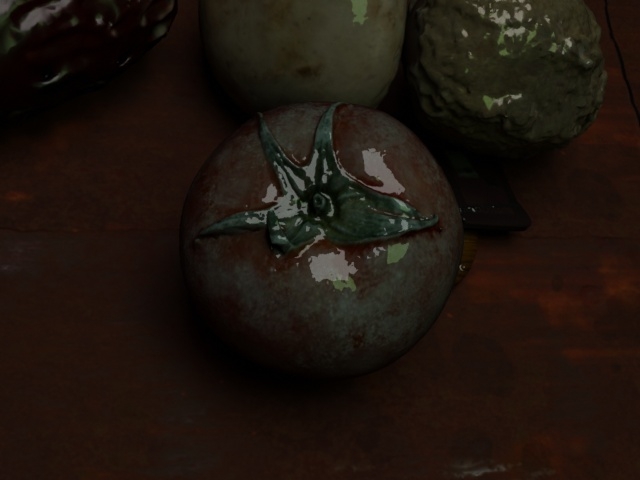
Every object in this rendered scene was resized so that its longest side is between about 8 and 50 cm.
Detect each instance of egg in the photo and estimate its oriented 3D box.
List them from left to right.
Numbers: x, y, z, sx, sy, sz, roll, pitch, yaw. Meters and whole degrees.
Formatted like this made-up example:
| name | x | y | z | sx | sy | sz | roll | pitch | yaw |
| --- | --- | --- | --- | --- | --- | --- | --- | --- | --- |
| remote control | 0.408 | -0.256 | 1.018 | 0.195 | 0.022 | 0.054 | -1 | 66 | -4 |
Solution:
| name | x | y | z | sx | sy | sz | roll | pitch | yaw |
| --- | --- | --- | --- | --- | --- | --- | --- | --- | --- |
| egg | 0.237 | -0.237 | 1.531 | 0.310 | 0.279 | 0.279 | 25 | 49 | -42 |

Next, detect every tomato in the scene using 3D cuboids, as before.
| name | x | y | z | sx | sy | sz | roll | pitch | yaw |
| --- | --- | --- | --- | --- | --- | --- | --- | --- | --- |
| tomato | 0.000 | 0.000 | 1.308 | 0.317 | 0.282 | 0.316 | -1 | 72 | 4 |

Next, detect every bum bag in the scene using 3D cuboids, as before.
| name | x | y | z | sx | sy | sz | roll | pitch | yaw |
| --- | --- | --- | --- | --- | --- | --- | --- | --- | --- |
| bum bag | 0.208 | -0.072 | 1.570 | 0.109 | 0.026 | 0.159 | 3 | 44 | -21 |

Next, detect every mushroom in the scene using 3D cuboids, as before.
| name | x | y | z | sx | sy | sz | roll | pitch | yaw |
| --- | --- | --- | --- | --- | --- | --- | --- | --- | --- |
| mushroom | 0.005 | -0.285 | 1.512 | 0.290 | 0.297 | 0.297 | -8 | 60 | -52 |

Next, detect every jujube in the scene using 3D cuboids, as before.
| name | x | y | z | sx | sy | sz | roll | pitch | yaw |
| --- | --- | --- | --- | --- | --- | --- | --- | --- | --- |
| jujube | -0.352 | -0.283 | 1.407 | 0.377 | 0.258 | 0.258 | -26 | 72 | -22 |

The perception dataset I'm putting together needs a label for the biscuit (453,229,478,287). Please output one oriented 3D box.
| name | x | y | z | sx | sy | sz | roll | pitch | yaw |
| --- | --- | --- | --- | --- | --- | --- | --- | --- | --- |
| biscuit | 0.103 | 0.002 | 1.503 | 0.229 | 0.031 | 0.176 | -29 | 74 | -30 |
